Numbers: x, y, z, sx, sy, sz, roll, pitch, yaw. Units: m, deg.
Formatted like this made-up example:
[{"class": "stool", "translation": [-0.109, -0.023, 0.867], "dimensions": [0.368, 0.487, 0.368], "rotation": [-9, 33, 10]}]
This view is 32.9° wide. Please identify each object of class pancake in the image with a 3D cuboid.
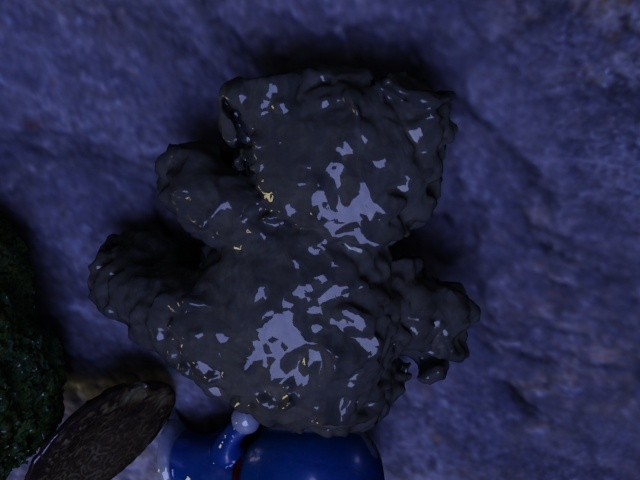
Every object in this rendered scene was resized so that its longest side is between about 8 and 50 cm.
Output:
[{"class": "pancake", "translation": [-0.239, 0.221, 1.168], "dimensions": [0.021, 0.199, 0.199], "rotation": [44, 125, 24]}]

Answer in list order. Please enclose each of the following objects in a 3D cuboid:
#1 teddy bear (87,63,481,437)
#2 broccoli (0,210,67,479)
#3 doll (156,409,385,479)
[{"class": "teddy bear", "translation": [0.000, 0.000, 1.007], "dimensions": [0.357, 0.224, 0.367], "rotation": [26, 106, -12]}, {"class": "broccoli", "translation": [-0.427, 0.127, 1.042], "dimensions": [0.310, 0.321, 0.413], "rotation": [-29, 134, 30]}, {"class": "doll", "translation": [-0.053, 0.260, 1.198], "dimensions": [0.257, 0.161, 0.215], "rotation": [3, 139, 21]}]
